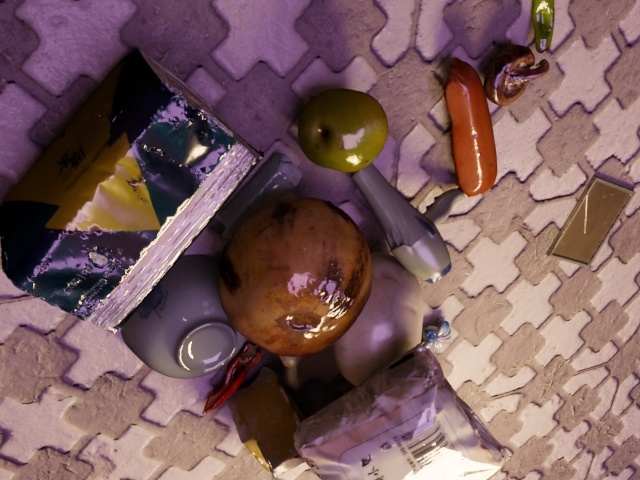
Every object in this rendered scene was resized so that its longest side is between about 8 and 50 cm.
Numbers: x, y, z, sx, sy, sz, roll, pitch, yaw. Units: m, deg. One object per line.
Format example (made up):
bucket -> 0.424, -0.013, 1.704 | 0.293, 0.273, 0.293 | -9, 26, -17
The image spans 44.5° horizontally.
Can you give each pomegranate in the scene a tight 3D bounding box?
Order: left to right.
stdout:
pomegranate -> -0.049, 0.070, 1.550 | 0.322, 0.322, 0.322 | -14, 125, -21

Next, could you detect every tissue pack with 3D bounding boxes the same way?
tissue pack -> -0.334, -0.090, 1.354 | 0.416, 0.264, 0.253 | -47, 129, 6
tissue pack -> 0.170, 0.447, 1.638 | 0.390, 0.195, 0.375 | -30, 116, 3

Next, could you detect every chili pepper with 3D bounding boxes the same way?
chili pepper -> -0.190, 0.308, 1.821 | 0.050, 0.059, 0.268 | 19, 112, -48
chili pepper -> 0.477, -0.505, 1.679 | 0.052, 0.050, 0.201 | -14, 124, -1

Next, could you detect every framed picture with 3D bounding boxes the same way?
framed picture -> 0.738, -0.046, 2.136 | 0.184, 0.016, 0.250 | 12, 112, -34

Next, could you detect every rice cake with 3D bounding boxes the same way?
rice cake -> -0.124, -0.087, 1.603 | 0.206, 0.063, 0.069 | -48, 136, 7

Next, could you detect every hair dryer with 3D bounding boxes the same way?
hair dryer -> 0.195, -0.090, 1.743 | 0.296, 0.298, 0.119 | 37, 142, -20

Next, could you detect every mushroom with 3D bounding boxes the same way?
mushroom -> 0.103, 0.208, 1.764 | 0.356, 0.315, 0.315 | -44, 131, -11
mushroom -> 0.427, -0.368, 1.719 | 0.170, 0.080, 0.135 | -19, 139, -18

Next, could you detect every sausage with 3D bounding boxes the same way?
sausage -> 0.334, -0.243, 1.730 | 0.097, 0.094, 0.348 | -64, 148, -42

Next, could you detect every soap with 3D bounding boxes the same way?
soap -> -0.052, 0.508, 1.866 | 0.169, 0.304, 0.338 | -33, 130, -2

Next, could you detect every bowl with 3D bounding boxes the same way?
bowl -> -0.263, 0.187, 1.648 | 0.289, 0.146, 0.289 | -14, 124, -21

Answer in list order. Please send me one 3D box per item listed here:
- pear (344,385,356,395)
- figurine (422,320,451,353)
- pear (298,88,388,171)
pear -> 0.197, 0.500, 1.959 | 0.362, 0.362, 0.418 | -46, 166, 4
figurine -> 0.304, 0.258, 2.062 | 0.114, 0.079, 0.114 | -50, 164, -20
pear -> 0.057, -0.217, 1.559 | 0.216, 0.180, 0.166 | -4, 91, -58
